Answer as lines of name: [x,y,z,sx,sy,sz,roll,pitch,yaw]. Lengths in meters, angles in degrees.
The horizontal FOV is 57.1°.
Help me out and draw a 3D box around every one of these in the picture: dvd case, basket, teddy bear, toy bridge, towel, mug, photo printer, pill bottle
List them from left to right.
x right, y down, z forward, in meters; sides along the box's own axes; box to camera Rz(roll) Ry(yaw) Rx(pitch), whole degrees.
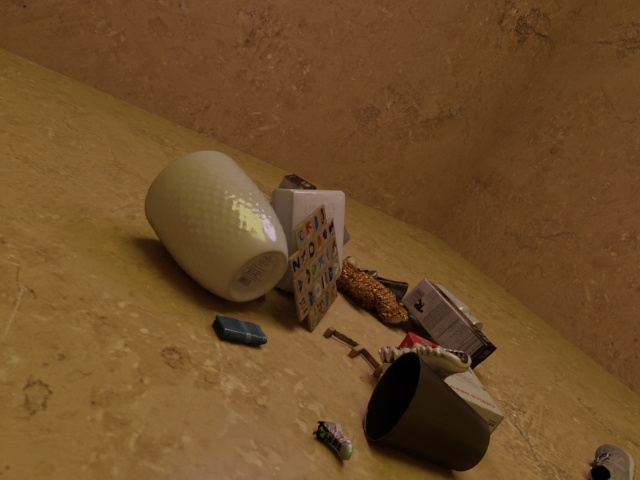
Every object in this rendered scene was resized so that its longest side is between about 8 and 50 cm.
mug: [-0.225,0.005,1.487,0.328,0.276,0.374,48,-9,32]
towel: [-0.178,0.202,1.302,0.120,0.029,0.067,21,17,-37]
photo printer: [-0.037,0.001,1.742,0.107,0.307,0.256,7,8,41]
toy bridge: [0.097,0.293,1.558,0.188,0.026,0.063,36,14,20]
teddy bear: [0.164,0.162,1.982,0.338,0.113,0.245,38,14,27]
dvd case: [0.352,0.297,2.096,0.087,0.013,0.119,25,16,-20]
basket: [0.237,0.381,1.254,0.227,0.204,0.154,35,-20,-17]
pill bottle: [0.486,0.276,2.198,0.131,0.131,0.229,15,20,-47]

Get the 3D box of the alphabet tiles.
alphabet tiles: [-0.009,0.069,1.599,0.011,0.284,0.342,-2,18,21]

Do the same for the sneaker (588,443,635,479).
sneaker: [0.807,0.639,1.644,0.115,0.105,0.281,33,15,8]

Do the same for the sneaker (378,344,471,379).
sneaker: [0.241,0.307,1.375,0.110,0.118,0.292,15,-18,-24]

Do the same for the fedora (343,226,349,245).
fedora: [0.000,0.000,1.976,0.124,0.276,0.244,55,-8,-5]

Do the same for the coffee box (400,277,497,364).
coffee box: [0.423,0.279,1.943,0.297,0.119,0.168,49,11,27]

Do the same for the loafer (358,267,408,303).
loafer: [0.204,0.144,2.173,0.268,0.084,0.096,25,15,-20]

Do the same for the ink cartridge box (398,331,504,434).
ink cartridge box: [0.316,0.381,1.518,0.197,0.114,0.273,27,13,-18]

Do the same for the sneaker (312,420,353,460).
sneaker: [0.017,0.372,1.103,0.069,0.038,0.098,23,6,-21]

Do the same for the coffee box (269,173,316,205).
coffee box: [-0.125,-0.094,1.991,0.098,0.246,0.141,31,14,4]
